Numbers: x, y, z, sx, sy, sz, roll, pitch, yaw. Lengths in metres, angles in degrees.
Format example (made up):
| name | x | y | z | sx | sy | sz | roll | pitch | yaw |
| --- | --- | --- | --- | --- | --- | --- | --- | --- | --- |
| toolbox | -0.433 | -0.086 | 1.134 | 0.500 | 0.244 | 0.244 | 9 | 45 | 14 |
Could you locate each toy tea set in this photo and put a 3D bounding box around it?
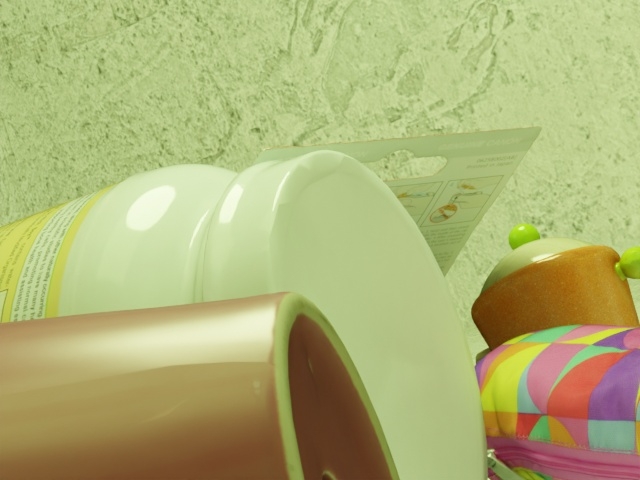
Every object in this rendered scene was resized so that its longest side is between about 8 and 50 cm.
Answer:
| name | x | y | z | sx | sy | sz | roll | pitch | yaw |
| --- | --- | --- | --- | --- | --- | --- | --- | --- | --- |
| toy tea set | 0.053 | 0.093 | 0.967 | 0.336 | 0.124 | 0.200 | -18 | -19 | -8 |

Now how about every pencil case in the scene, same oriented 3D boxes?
| name | x | y | z | sx | sy | sz | roll | pitch | yaw |
| --- | --- | --- | --- | --- | --- | --- | --- | --- | --- |
| pencil case | 0.150 | 0.088 | 0.739 | 0.104 | 0.104 | 0.236 | -17 | -1 | -21 |

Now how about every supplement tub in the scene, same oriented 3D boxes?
| name | x | y | z | sx | sy | sz | roll | pitch | yaw |
| --- | --- | --- | --- | --- | --- | --- | --- | --- | --- |
| supplement tub | -0.110 | 0.102 | 0.774 | 0.331 | 0.241 | 0.241 | -18 | -1 | 26 |

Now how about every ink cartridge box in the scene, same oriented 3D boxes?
| name | x | y | z | sx | sy | sz | roll | pitch | yaw |
| --- | --- | --- | --- | --- | --- | --- | --- | --- | --- |
| ink cartridge box | 0.000 | 0.000 | 0.926 | 0.189 | 0.066 | 0.232 | -7 | -40 | -30 |

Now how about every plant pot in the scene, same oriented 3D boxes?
| name | x | y | z | sx | sy | sz | roll | pitch | yaw |
| --- | --- | --- | --- | --- | --- | --- | --- | --- | --- |
| plant pot | -0.071 | 0.102 | 0.426 | 0.180 | 0.201 | 0.201 | -18 | -1 | 10 |
